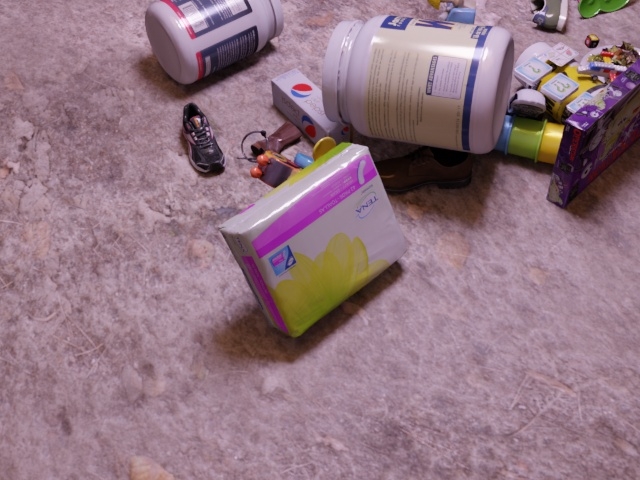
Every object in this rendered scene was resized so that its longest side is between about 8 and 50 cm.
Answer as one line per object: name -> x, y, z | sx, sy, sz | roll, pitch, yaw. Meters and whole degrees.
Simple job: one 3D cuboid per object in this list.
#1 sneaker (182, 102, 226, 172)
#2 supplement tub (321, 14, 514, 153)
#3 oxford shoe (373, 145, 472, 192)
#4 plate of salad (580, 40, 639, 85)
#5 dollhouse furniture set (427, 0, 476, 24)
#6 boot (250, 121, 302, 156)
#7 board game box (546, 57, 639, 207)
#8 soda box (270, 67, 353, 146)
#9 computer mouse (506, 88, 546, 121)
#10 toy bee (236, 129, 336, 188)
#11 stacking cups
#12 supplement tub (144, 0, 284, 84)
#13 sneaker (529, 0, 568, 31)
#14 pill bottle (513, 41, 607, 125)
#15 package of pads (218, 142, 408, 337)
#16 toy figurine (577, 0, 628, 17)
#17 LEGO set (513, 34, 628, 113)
sneaker -> -0.254, -0.218, 1.655 | 0.072, 0.077, 0.178 | -24, 55, -16
supplement tub -> 0.187, -0.301, 1.514 | 0.324, 0.235, 0.235 | 12, 52, 18
oxford shoe -> 0.189, -0.153, 1.579 | 0.227, 0.096, 0.083 | -7, 53, -2
plate of salad -> 0.686, -0.385, 1.784 | 0.199, 0.048, 0.200 | -1, 51, 2
dollhouse furniture set -> 0.222, -0.472, 1.704 | 0.198, 0.303, 0.287 | 6, 51, 6
boot -> -0.072, -0.199, 1.665 | 0.114, 0.037, 0.106 | -35, 60, -29
board game box -> 0.578, -0.233, 1.560 | 0.346, 0.208, 0.056 | -38, 62, -25
soda box -> -0.018, -0.275, 1.697 | 0.069, 0.074, 0.216 | -29, 55, -21
computer mouse -> 0.420, -0.277, 1.621 | 0.106, 0.193, 0.042 | 13, 89, 3
toy bee -> -0.062, -0.107, 1.506 | 0.298, 0.162, 0.195 | 11, 96, 21
stacking cups -> 0.364, -0.222, 1.645 | 0.316, 0.096, 0.096 | 14, 52, 19
supplement tub -> -0.240, -0.490, 1.804 | 0.272, 0.191, 0.191 | -31, 56, -22
sneaker -> 0.556, -0.589, 1.942 | 0.086, 0.064, 0.192 | 10, 55, 3
pill bottle -> 0.516, -0.326, 1.694 | 0.119, 0.119, 0.208 | -24, 54, -17
package of pads -> 0.000, 0.000, 1.375 | 0.296, 0.229, 0.101 | -36, 27, -24
toy figurine -> 0.670, -0.645, 1.979 | 0.173, 0.130, 0.159 | -37, 41, 3
LEGO set -> 0.531, -0.351, 1.600 | 0.182, 0.060, 0.244 | 40, 54, 22
